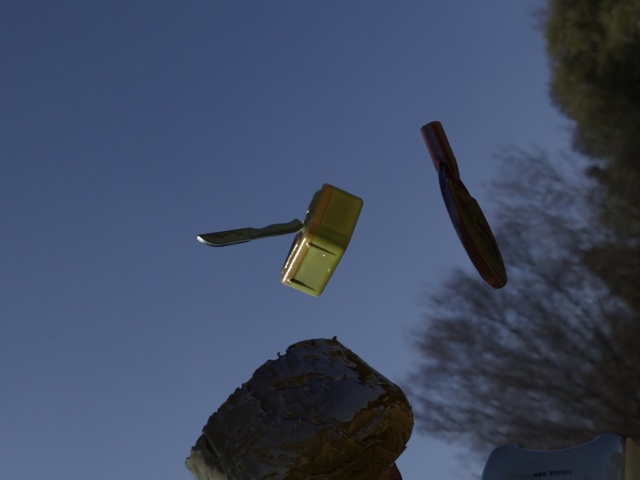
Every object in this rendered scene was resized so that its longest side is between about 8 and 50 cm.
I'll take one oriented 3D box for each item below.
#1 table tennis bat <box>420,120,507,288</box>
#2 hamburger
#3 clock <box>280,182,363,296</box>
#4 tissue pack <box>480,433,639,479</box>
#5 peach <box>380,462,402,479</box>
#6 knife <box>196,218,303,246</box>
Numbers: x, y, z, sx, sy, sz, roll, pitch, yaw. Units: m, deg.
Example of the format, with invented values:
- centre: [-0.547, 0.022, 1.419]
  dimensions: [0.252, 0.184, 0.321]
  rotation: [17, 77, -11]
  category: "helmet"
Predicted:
- centre: [0.237, -0.059, 2.067]
  dimensions: [0.200, 0.038, 0.310]
  rotation: [24, -137, -65]
  category: "table tennis bat"
- centre: [-0.009, 0.254, 1.526]
  dimensions: [0.309, 0.211, 0.132]
  rotation: [-33, -47, -31]
  category: "hamburger"
- centre: [0.000, 0.000, 2.343]
  dimensions: [0.202, 0.096, 0.143]
  rotation: [116, 173, -51]
  category: "clock"
- centre: [0.474, 0.520, 2.350]
  dimensions: [0.229, 0.333, 0.236]
  rotation: [54, -144, -40]
  category: "tissue pack"
- centre: [0.022, 0.384, 2.017]
  dimensions: [0.214, 0.235, 0.214]
  rotation: [-60, 7, 12]
  category: "peach"
- centre: [-0.118, -0.012, 2.121]
  dimensions: [0.210, 0.028, 0.015]
  rotation: [-11, -16, -34]
  category: "knife"
